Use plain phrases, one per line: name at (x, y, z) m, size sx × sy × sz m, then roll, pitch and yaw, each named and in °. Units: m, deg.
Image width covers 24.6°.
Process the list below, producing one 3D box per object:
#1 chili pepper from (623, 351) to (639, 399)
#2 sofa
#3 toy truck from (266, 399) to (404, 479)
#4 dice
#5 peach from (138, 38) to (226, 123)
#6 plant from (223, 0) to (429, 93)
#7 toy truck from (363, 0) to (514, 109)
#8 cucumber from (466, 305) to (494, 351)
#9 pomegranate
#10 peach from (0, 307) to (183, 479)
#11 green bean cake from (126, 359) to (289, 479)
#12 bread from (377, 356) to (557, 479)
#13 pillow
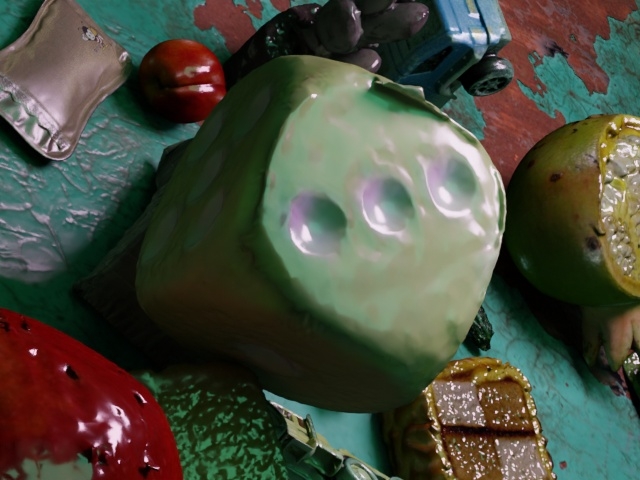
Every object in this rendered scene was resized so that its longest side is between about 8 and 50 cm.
chili pepper at (0.570, 0.234, 2.113) m, size 0.213 × 0.167 × 0.385 m, roll 25°, pitch 46°, yaw -39°
sofa at (-0.123, 0.027, 1.542) m, size 0.210 × 0.176 × 0.225 m, roll 44°, pitch 10°, yaw -18°
toy truck at (-0.026, 0.237, 1.485) m, size 0.259 × 0.128 × 0.135 m, roll 32°, pitch 17°, yaw -28°
dice at (0.000, 0.000, 1.324) m, size 0.252 × 0.254 × 0.249 m, roll 30°, pitch 69°, yaw -21°
peach at (-0.152, -0.181, 1.650) m, size 0.101 × 0.101 × 0.100 m, roll 29°, pitch 45°, yaw -33°
plant at (0.014, -0.232, 1.729) m, size 0.146 × 0.274 × 0.149 m, roll 46°, pitch 36°, yaw -6°
toy truck at (0.119, -0.226, 1.839) m, size 0.156 × 0.279 × 0.155 m, roll -2°, pitch 65°, yaw -35°
cucumber at (0.155, 0.029, 1.890) m, size 0.044 × 0.043 × 0.256 m, roll -21°, pitch 82°, yaw -48°
pomegranate at (0.371, 0.001, 2.041) m, size 0.310 × 0.216 × 0.358 m, roll -15°, pitch 106°, yaw -53°
peach at (-0.266, 0.214, 1.001) m, size 0.370 × 0.370 × 0.370 m, roll 29°, pitch 45°, yaw -33°
green bean cake at (-0.146, 0.238, 1.283) m, size 0.233 × 0.124 × 0.236 m, roll -10°, pitch 68°, yaw -17°
bread at (0.167, 0.230, 1.710) m, size 0.222 × 0.096 × 0.181 m, roll 4°, pitch 61°, yaw -46°
pillow at (-0.277, -0.176, 1.550) m, size 0.130 × 0.033 × 0.217 m, roll 45°, pitch 38°, yaw -14°
